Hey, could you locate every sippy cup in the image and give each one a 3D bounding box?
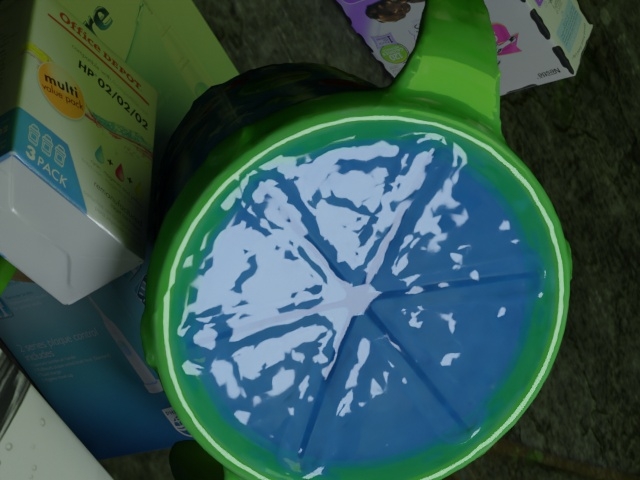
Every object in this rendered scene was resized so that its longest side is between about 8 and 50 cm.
[{"bbox_3d":[0.000,0.000,1.124,0.240,0.305,0.224,56,1,-25],"label":"sippy cup"}]

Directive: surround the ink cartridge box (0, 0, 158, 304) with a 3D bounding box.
[{"bbox_3d":[-0.148,-0.067,1.077,0.104,0.062,0.181,42,30,-34],"label":"ink cartridge box"}]

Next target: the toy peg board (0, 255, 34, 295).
[{"bbox_3d":[-0.255,-0.003,1.092,0.160,0.161,0.079,43,65,-34],"label":"toy peg board"}]

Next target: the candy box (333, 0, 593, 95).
[{"bbox_3d":[0.109,-0.210,1.628,0.196,0.165,0.070,51,43,-30],"label":"candy box"}]

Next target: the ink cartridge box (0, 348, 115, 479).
[{"bbox_3d":[-0.253,0.196,1.006,0.395,0.166,0.285,54,41,-27],"label":"ink cartridge box"}]

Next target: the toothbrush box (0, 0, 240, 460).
[{"bbox_3d":[-0.139,-0.037,1.272,0.295,0.126,0.216,57,41,-24],"label":"toothbrush box"}]
